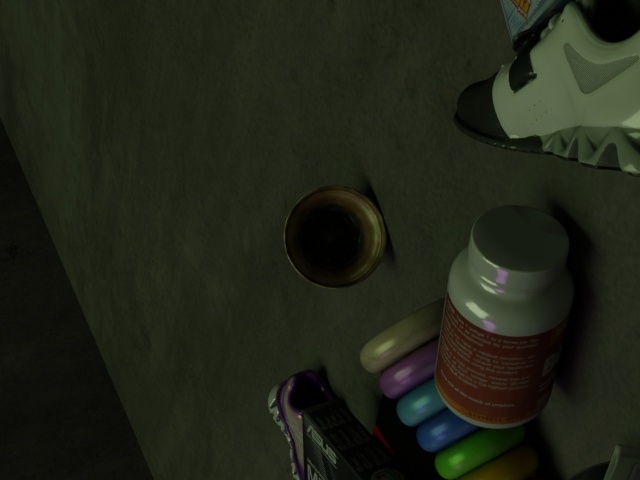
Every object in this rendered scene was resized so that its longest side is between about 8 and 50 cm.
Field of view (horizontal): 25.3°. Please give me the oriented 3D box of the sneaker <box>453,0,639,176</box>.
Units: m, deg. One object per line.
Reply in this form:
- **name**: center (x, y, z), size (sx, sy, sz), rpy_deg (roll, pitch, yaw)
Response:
- **sneaker**: center (0.217, -0.135, 1.156), size (0.330, 0.123, 0.146), rpy_deg (-161, 73, -66)

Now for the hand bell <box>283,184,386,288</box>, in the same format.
- **hand bell**: center (0.000, 0.000, 1.834), size (0.242, 0.126, 0.126), rpy_deg (167, 85, -81)

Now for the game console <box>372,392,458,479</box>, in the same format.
- **game console**: center (0.173, 0.370, 1.760), size (0.386, 0.060, 0.342), rpy_deg (56, 151, 34)

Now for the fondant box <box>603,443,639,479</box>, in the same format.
- **fondant box**: center (0.327, 0.335, 1.108), size (0.238, 0.096, 0.330), rpy_deg (11, 125, 23)

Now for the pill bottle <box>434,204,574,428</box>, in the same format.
- **pill bottle**: center (0.180, 0.074, 1.383), size (0.121, 0.121, 0.216), rpy_deg (54, 154, 38)

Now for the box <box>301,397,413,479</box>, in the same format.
- **box**: center (0.063, 0.367, 1.854), size (0.270, 0.060, 0.216), rpy_deg (44, 143, 49)

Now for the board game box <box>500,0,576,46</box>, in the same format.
- **board game box**: center (0.183, -0.264, 1.176), size (0.194, 0.060, 0.194), rpy_deg (61, 156, 25)

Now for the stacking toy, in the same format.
- **stacking toy**: center (0.179, 0.227, 1.531), size (0.330, 0.141, 0.141), rpy_deg (60, 157, 10)

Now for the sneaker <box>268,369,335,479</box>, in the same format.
- **sneaker**: center (0.002, 0.285, 2.060), size (0.236, 0.095, 0.104), rpy_deg (62, 150, 25)

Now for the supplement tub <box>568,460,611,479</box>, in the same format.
- **supplement tub**: center (0.289, 0.304, 1.304), size (0.106, 0.106, 0.197), rpy_deg (111, 147, -59)
